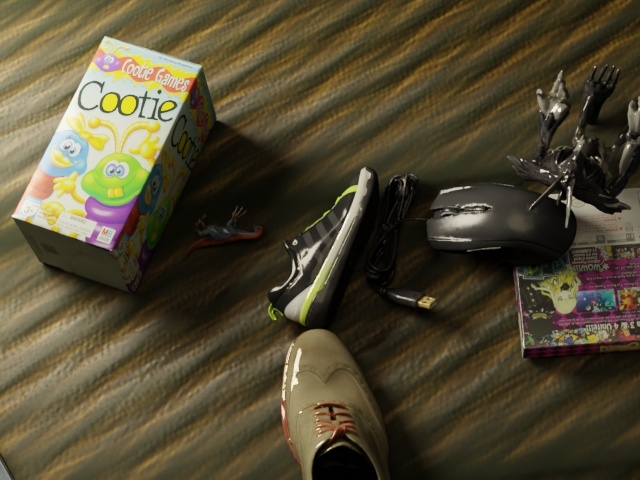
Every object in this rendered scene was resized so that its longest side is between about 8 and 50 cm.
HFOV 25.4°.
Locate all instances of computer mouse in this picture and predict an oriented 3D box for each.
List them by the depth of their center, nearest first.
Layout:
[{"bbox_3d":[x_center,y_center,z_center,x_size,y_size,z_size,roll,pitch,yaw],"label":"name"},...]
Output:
[{"bbox_3d":[0.173,0.002,1.757,0.262,0.060,0.184,12,68,25],"label":"computer mouse"}]

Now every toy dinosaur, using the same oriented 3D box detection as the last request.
[{"bbox_3d":[-0.119,-0.008,1.840,0.082,0.047,0.090,24,102,6],"label":"toy dinosaur"}]

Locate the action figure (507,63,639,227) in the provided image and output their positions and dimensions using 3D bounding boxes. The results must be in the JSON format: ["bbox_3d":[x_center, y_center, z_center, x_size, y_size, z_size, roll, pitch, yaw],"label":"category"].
[{"bbox_3d":[0.335,-0.134,1.748,0.164,0.141,0.275,20,40,17],"label":"action figure"}]

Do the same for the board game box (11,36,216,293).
[{"bbox_3d":[-0.257,-0.097,1.823,0.142,0.144,0.275,18,69,12],"label":"board game box"}]

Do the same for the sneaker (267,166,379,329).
[{"bbox_3d":[0.000,0.000,1.789,0.097,0.084,0.234,19,68,14],"label":"sneaker"}]

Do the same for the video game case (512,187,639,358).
[{"bbox_3d":[0.355,0.036,1.764,0.232,0.042,0.210,-5,64,3],"label":"video game case"}]

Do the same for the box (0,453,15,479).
[{"bbox_3d":[-0.447,0.327,1.688,0.183,0.059,0.232,-30,66,-10],"label":"box"}]

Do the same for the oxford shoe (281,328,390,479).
[{"bbox_3d":[0.027,0.231,1.636,0.123,0.130,0.348,-10,53,-7],"label":"oxford shoe"}]
